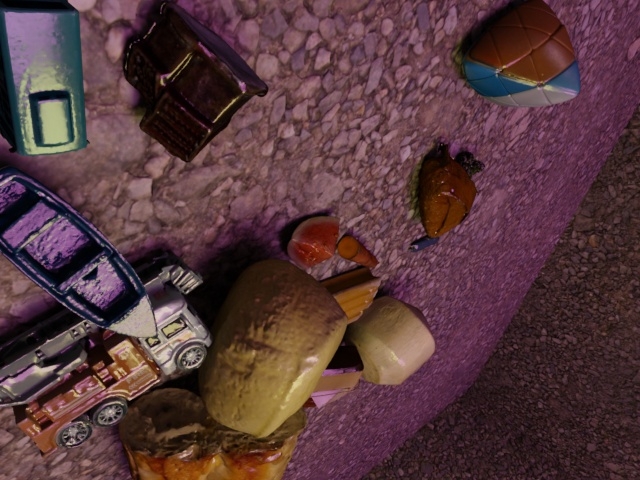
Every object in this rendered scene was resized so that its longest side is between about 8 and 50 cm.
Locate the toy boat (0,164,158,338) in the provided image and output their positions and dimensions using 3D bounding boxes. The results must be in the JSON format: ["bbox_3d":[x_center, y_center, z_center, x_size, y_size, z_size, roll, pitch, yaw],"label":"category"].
[{"bbox_3d":[-0.310,0.030,0.643,0.096,0.062,0.299,-43,127,-14],"label":"toy boat"}]

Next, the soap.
[{"bbox_3d":[0.044,0.160,1.283,0.232,0.073,0.140,-16,137,-41],"label":"soap"}]

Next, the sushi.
[{"bbox_3d":[0.324,-0.114,1.278,0.149,0.140,0.287,-9,145,7],"label":"sushi"}]

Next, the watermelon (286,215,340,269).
[{"bbox_3d":[0.000,0.000,1.040,0.135,0.094,0.125,-43,142,-15],"label":"watermelon"}]

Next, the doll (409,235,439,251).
[{"bbox_3d":[0.308,0.008,1.485,0.125,0.027,0.037,-19,137,-34],"label":"doll"}]

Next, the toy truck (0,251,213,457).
[{"bbox_3d":[-0.325,0.160,0.788,0.338,0.133,0.184,-33,133,-19],"label":"toy truck"}]

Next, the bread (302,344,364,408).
[{"bbox_3d":[0.005,0.384,1.386,0.225,0.142,0.211,4,136,-31],"label":"bread"}]

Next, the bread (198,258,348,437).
[{"bbox_3d":[-0.100,0.194,0.938,0.320,0.237,0.320,-60,173,-13],"label":"bread"}]

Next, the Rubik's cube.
[{"bbox_3d":[0.433,-0.405,1.110,0.254,0.254,0.254,-31,144,-26],"label":"Rubik's cube"}]

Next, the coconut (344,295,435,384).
[{"bbox_3d":[0.210,0.290,1.473,0.247,0.245,0.244,-31,144,-24],"label":"coconut"}]

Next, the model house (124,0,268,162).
[{"bbox_3d":[-0.172,-0.192,0.640,0.152,0.106,0.165,-43,114,13],"label":"model house"}]

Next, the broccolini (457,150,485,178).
[{"bbox_3d":[0.377,-0.147,1.367,0.058,0.074,0.201,-35,152,-51],"label":"broccolini"}]

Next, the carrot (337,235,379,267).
[{"bbox_3d":[0.106,0.041,1.263,0.057,0.057,0.224,-51,154,4],"label":"carrot"}]

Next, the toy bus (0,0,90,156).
[{"bbox_3d":[-0.290,-0.166,0.512,0.079,0.092,0.160,-17,137,-38],"label":"toy bus"}]

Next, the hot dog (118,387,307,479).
[{"bbox_3d":[-0.234,0.479,1.106,0.368,0.196,0.365,2,127,-10],"label":"hot dog"}]
